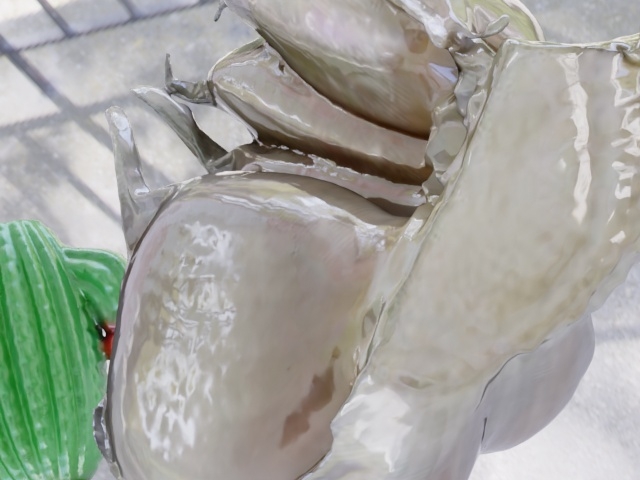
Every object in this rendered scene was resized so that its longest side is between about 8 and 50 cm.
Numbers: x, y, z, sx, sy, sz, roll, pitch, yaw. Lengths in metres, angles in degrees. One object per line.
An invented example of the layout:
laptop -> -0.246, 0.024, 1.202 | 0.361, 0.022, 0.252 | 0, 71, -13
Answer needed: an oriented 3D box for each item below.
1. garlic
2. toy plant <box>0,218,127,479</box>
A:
garlic -> 0.000, 0.000, 0.483 | 0.210, 0.238, 0.292 | -25, 14, -29
toy plant -> -0.203, 0.105, 0.807 | 0.154, 0.088, 0.240 | 8, 80, 7
